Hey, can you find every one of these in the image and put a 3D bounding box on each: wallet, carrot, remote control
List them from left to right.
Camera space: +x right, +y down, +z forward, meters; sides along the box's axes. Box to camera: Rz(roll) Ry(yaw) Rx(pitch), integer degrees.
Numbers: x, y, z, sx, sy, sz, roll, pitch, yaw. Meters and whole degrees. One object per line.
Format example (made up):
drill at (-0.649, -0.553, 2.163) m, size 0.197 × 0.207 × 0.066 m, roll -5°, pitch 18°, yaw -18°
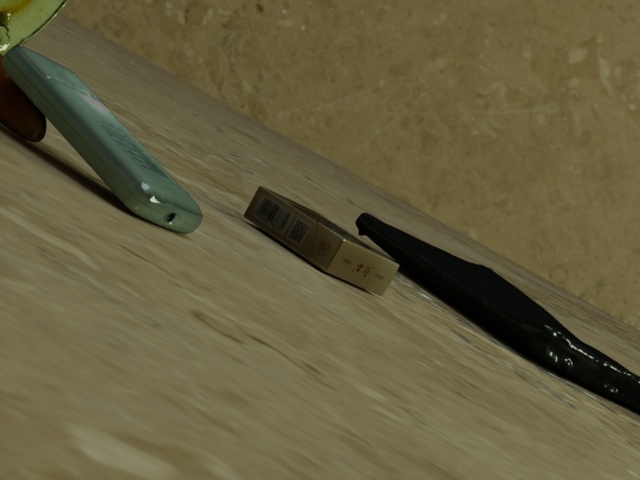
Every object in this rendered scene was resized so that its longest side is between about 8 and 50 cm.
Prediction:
carrot at (-0.168, -0.082, 0.904) m, size 0.142 × 0.035 × 0.035 m, roll 38°, pitch 9°, yaw 39°
remote control at (-0.102, -0.048, 0.857) m, size 0.124 × 0.018 × 0.053 m, roll 46°, pitch 13°, yaw 31°
wallet at (0.137, 0.051, 1.326) m, size 0.146 × 0.030 × 0.285 m, roll 30°, pitch 4°, yaw -30°

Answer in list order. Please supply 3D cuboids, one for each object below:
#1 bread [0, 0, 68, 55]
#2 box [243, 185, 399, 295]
bread at (-0.217, -0.252, 1.257) m, size 0.124 × 0.257 × 0.186 m, roll 25°, pitch -34°, yaw 35°
box at (0.000, 0.000, 1.065) m, size 0.053 × 0.024 × 0.083 m, roll 25°, pitch 4°, yaw -46°
